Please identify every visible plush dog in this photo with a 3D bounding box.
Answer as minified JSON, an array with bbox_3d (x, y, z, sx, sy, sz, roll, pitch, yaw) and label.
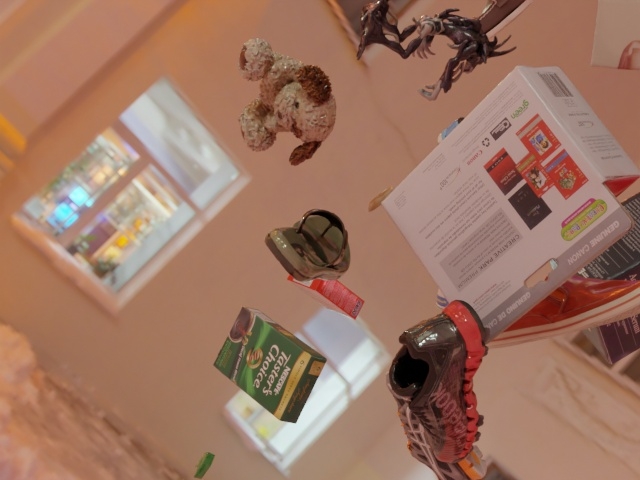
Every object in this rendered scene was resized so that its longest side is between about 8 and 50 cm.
[{"bbox_3d":[-0.046,-0.293,2.158,0.225,0.210,0.262,48,-35,41],"label":"plush dog"}]

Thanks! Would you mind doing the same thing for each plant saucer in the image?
[{"bbox_3d":[0.132,-0.092,2.175,0.015,0.083,0.083,53,-9,-6],"label":"plant saucer"}]

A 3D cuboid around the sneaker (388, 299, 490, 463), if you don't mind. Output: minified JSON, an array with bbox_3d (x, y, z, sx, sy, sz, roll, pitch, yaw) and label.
[{"bbox_3d":[0.157,0.213,1.422,0.097,0.135,0.276,-131,-150,-48],"label":"sneaker"}]

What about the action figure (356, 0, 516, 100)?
[{"bbox_3d":[0.202,-0.348,1.825,0.275,0.141,0.164,11,42,-10],"label":"action figure"}]

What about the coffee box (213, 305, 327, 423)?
[{"bbox_3d":[-0.080,0.187,1.548,0.040,0.113,0.184,22,7,-45],"label":"coffee box"}]

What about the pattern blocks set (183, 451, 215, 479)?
[{"bbox_3d":[-0.239,0.546,1.836,0.026,0.325,0.285,23,-46,-17],"label":"pattern blocks set"}]

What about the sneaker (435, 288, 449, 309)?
[{"bbox_3d":[0.338,0.119,2.418,0.053,0.144,0.059,30,-47,49],"label":"sneaker"}]

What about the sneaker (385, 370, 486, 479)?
[{"bbox_3d":[0.162,0.294,1.571,0.215,0.083,0.084,54,25,13],"label":"sneaker"}]

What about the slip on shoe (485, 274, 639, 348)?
[{"bbox_3d":[0.393,0.095,1.598,0.123,0.331,0.101,-1,76,-50],"label":"slip on shoe"}]

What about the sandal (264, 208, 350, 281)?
[{"bbox_3d":[0.001,0.001,1.623,0.120,0.086,0.303,44,13,5],"label":"sandal"}]

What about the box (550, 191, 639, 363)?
[{"bbox_3d":[0.815,0.069,2.555,0.293,0.395,0.212,59,0,-40],"label":"box"}]

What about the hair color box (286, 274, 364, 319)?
[{"bbox_3d":[0.013,0.110,2.236,0.093,0.053,0.167,19,-15,41],"label":"hair color box"}]

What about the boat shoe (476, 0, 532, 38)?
[{"bbox_3d":[0.401,-0.520,2.028,0.097,0.324,0.116,44,36,-8],"label":"boat shoe"}]

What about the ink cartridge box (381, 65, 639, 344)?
[{"bbox_3d":[0.283,-0.046,1.451,0.130,0.309,0.272,-10,62,-49],"label":"ink cartridge box"}]

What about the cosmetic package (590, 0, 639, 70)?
[{"bbox_3d":[0.617,-0.350,1.718,0.296,0.129,0.153,8,18,17],"label":"cosmetic package"}]

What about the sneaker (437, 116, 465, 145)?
[{"bbox_3d":[0.270,-0.143,1.616,0.162,0.073,0.063,25,36,-12],"label":"sneaker"}]
